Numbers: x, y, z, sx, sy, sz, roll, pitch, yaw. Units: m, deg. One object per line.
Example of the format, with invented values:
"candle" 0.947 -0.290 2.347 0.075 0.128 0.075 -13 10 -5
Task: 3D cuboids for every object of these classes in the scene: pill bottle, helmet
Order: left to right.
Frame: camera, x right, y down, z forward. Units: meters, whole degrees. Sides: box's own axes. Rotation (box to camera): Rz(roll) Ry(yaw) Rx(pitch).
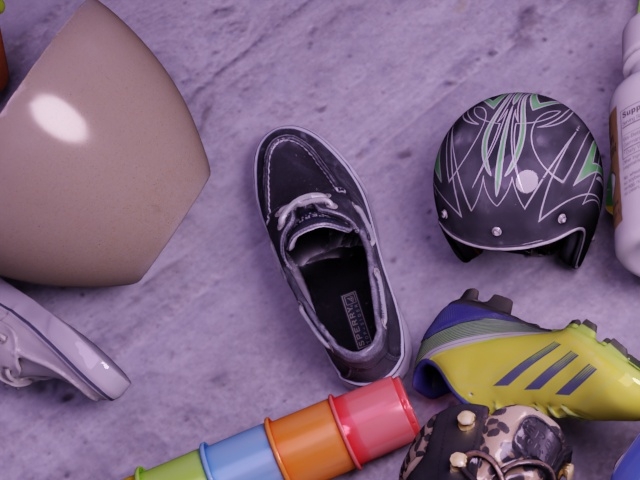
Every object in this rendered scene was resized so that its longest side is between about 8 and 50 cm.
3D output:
"helmet" 0.179 -0.052 1.594 0.169 0.161 0.169 -7 62 14
"pill bottle" 0.321 -0.088 1.548 0.131 0.131 0.229 -5 63 15

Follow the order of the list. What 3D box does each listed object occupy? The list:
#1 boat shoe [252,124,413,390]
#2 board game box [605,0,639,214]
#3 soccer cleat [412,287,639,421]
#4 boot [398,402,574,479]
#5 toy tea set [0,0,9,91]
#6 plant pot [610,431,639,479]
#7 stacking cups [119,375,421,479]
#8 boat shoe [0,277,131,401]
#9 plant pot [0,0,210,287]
"boat shoe" 0.000 0.000 1.657 0.108 0.102 0.301 -22 60 6
"board game box" 0.348 -0.131 1.656 0.124 0.039 0.259 5 63 19
"soccer cleat" 0.182 0.123 1.494 0.121 0.093 0.289 -57 30 -10
"boot" 0.127 0.249 1.354 0.138 0.377 0.284 28 53 -7
"toy tea set" -0.439 -0.142 1.803 0.200 0.124 0.336 -5 43 9
"plant pot" 0.370 0.198 1.373 0.212 0.236 0.236 30 76 34
"stacking cups" -0.063 0.211 1.575 0.316 0.096 0.096 -23 60 5
"boat shoe" -0.296 0.100 1.706 0.267 0.096 0.088 31 80 29
"plant pot" -0.220 -0.064 1.690 0.191 0.284 0.284 34 75 -6
